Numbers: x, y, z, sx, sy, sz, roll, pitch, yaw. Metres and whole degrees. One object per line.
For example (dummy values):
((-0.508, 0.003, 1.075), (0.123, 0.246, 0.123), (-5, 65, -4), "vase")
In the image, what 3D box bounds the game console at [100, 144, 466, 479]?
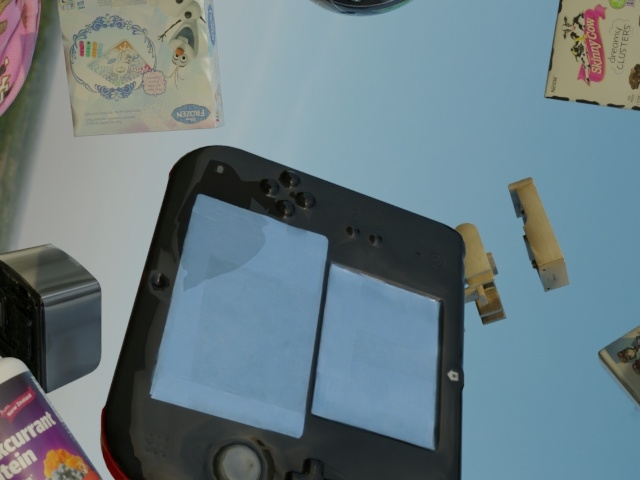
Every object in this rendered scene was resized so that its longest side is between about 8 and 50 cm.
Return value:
((-0.013, 0.094, 0.882), (0.060, 0.342, 0.387), (120, -17, -51), "game console")

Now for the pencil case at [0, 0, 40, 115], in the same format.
((-0.378, -0.177, 0.588), (0.160, 0.386, 0.167), (-71, 160, -4), "pencil case")

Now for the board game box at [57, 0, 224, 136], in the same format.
((-0.105, -0.108, 0.528), (0.020, 0.090, 0.090), (-42, 130, -74), "board game box")

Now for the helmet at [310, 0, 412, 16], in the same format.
((0.044, -0.285, 0.818), (0.169, 0.169, 0.162), (-97, -153, -47), "helmet")

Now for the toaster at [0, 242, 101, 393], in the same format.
((-0.409, 0.102, 1.325), (0.168, 0.110, 0.186), (28, -57, 38), "toaster")

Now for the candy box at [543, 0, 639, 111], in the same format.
((0.412, -0.261, 1.216), (0.070, 0.196, 0.165), (-33, 131, -65), "candy box")

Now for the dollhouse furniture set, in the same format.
((0.268, 0.024, 1.516), (0.212, 0.242, 0.161), (55, 19, -58), "dollhouse furniture set")

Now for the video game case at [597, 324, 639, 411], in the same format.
((0.541, 0.174, 1.038), (0.329, 0.300, 0.036), (57, -1, 39), "video game case")

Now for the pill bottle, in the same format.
((-0.280, 0.170, 0.784), (0.193, 0.108, 0.108), (55, -27, 2), "pill bottle")
